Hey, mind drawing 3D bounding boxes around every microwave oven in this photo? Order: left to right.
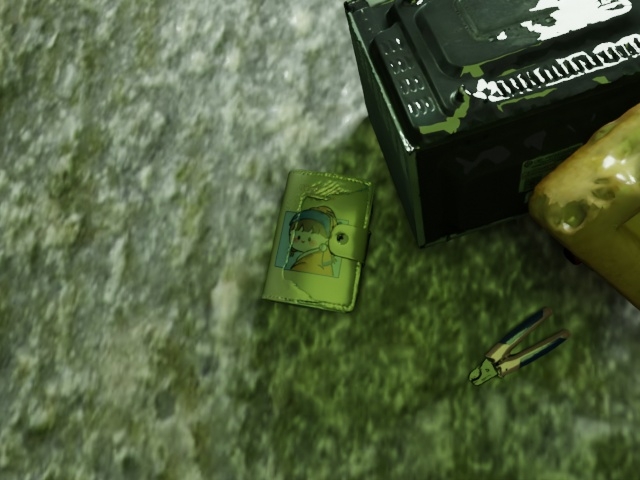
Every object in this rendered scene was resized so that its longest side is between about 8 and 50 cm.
[{"bbox_3d":[0.198,-0.159,0.488,0.295,0.181,0.237,-17,57,4],"label":"microwave oven"}]

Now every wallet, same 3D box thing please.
[{"bbox_3d":[0.000,0.000,0.579,0.110,0.039,0.155,8,79,12],"label":"wallet"}]

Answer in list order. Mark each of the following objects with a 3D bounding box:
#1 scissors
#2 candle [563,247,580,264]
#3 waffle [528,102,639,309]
[{"bbox_3d":[0.203,0.115,0.534,0.113,0.012,0.039,-36,74,-1],"label":"scissors"},{"bbox_3d":[0.410,-0.056,0.523,0.329,0.048,0.051,-28,66,1],"label":"candle"},{"bbox_3d":[0.379,-0.012,0.384,0.348,0.077,0.304,39,110,-15],"label":"waffle"}]
